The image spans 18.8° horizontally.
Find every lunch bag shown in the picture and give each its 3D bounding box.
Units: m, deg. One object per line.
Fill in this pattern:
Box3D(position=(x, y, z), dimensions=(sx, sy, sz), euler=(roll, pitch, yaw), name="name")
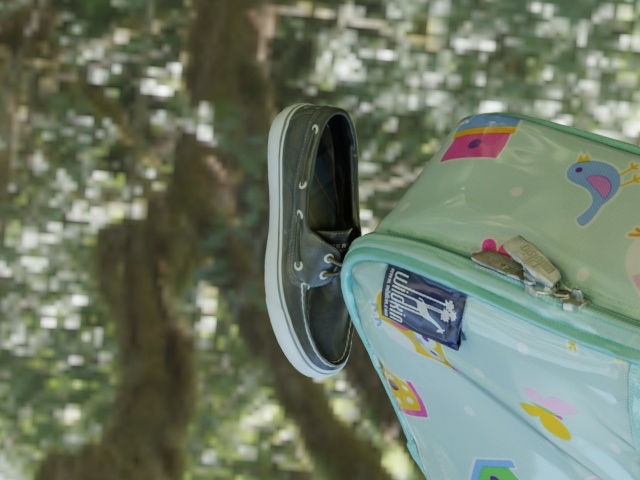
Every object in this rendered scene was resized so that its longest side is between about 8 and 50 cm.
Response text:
Box3D(position=(0.137, 0.084, 0.797), dimensions=(0.224, 0.279, 0.108), euler=(25, -119, 41), name="lunch bag")

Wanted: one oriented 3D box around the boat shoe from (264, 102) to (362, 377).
Box3D(position=(0.000, 0.000, 0.985), dimensions=(0.049, 0.142, 0.040), euler=(-7, -177, -37), name="boat shoe")
